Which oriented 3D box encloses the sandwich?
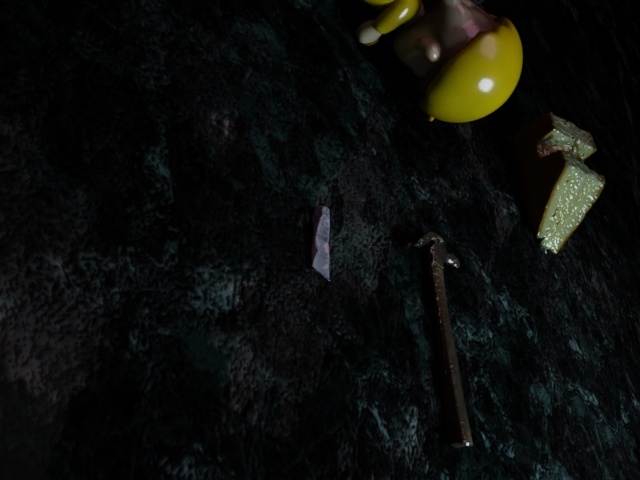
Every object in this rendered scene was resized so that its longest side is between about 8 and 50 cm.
[{"bbox_3d":[0.422,-0.103,1.538,0.122,0.128,0.236,25,46,-34],"label":"sandwich"}]

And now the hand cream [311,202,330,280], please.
[{"bbox_3d":[0.000,0.000,0.957,0.030,0.019,0.093,33,49,-42],"label":"hand cream"}]

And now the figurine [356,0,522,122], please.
[{"bbox_3d":[0.150,-0.318,1.269,0.343,0.187,0.215,39,26,-23],"label":"figurine"}]

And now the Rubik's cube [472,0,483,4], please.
[{"bbox_3d":[0.289,-0.674,1.610,0.305,0.307,0.310,28,44,-39],"label":"Rubik's cube"}]

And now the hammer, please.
[{"bbox_3d":[0.158,0.119,1.082,0.125,0.027,0.297,31,44,-41],"label":"hammer"}]
